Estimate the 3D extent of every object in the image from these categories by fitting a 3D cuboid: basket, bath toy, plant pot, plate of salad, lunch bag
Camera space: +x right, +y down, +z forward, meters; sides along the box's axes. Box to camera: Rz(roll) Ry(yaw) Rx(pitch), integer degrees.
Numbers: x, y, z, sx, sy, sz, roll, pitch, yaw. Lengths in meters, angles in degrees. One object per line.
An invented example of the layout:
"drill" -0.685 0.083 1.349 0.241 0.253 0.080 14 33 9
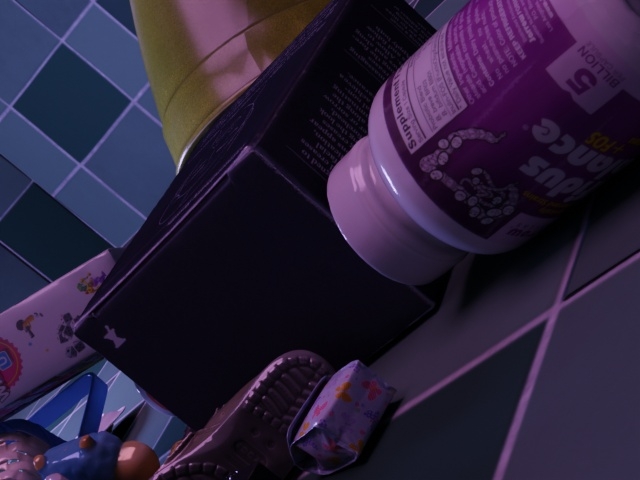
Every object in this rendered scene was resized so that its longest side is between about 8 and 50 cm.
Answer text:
"basket" -0.349 0.297 1.560 0.255 0.201 0.289 -39 21 15
"bath toy" -0.249 0.332 1.266 0.151 0.129 0.348 -20 25 30
"plant pot" -0.089 -0.291 1.743 0.366 0.353 0.366 -26 -17 -9
"plate of salad" -0.339 0.308 1.915 0.200 0.048 0.200 -42 3 3
"lunch bag" 0.010 0.140 1.065 0.071 0.053 0.083 -56 6 -30

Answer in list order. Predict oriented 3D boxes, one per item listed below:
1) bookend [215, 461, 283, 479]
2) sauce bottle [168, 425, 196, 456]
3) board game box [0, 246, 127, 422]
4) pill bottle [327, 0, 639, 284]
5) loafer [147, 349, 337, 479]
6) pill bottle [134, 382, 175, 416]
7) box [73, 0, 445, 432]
"bookend" -0.087 0.257 1.000 0.156 0.072 0.157 -35 19 56
"sauce bottle" -0.136 0.226 1.388 0.042 0.042 0.128 -47 11 16
"board game box" -0.321 0.122 1.568 0.303 0.097 0.224 -31 -3 6
"pill bottle" 0.143 -0.094 1.021 0.301 0.169 0.169 -42 13 37
"loafer" -0.075 0.194 1.165 0.251 0.094 0.087 -44 0 3
"pill bottle" -0.123 0.115 1.538 0.193 0.108 0.108 -39 15 43
"box" -0.016 -0.036 1.345 0.293 0.212 0.395 -41 13 35
